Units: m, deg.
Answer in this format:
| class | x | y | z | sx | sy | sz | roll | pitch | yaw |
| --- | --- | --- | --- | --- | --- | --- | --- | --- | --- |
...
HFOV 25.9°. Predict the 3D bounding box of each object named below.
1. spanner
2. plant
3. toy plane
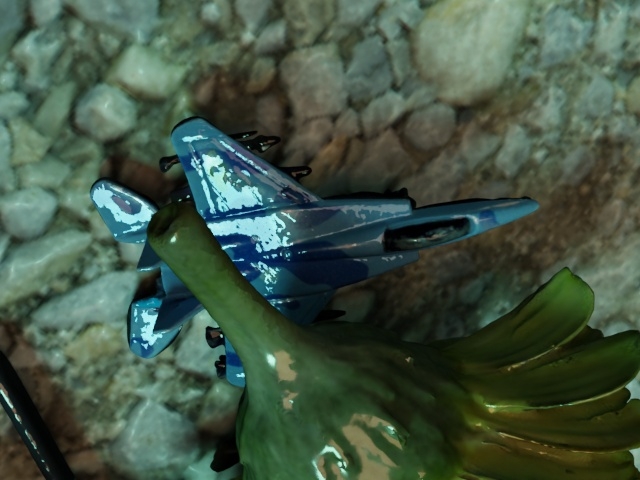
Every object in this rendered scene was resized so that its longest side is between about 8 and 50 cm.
| class | x | y | z | sx | sy | sz | roll | pitch | yaw |
| --- | --- | --- | --- | --- | --- | --- | --- | --- | --- |
| spanner | -0.125 | 0.198 | 0.838 | 0.024 | 0.087 | 0.315 | -27 | 110 | -4 |
| plant | -0.003 | 0.114 | 0.757 | 0.297 | 0.261 | 0.306 | 36 | 64 | -8 |
| toy plane | 0.000 | -0.003 | 0.794 | 0.246 | 0.078 | 0.169 | -13 | 112 | -4 |
